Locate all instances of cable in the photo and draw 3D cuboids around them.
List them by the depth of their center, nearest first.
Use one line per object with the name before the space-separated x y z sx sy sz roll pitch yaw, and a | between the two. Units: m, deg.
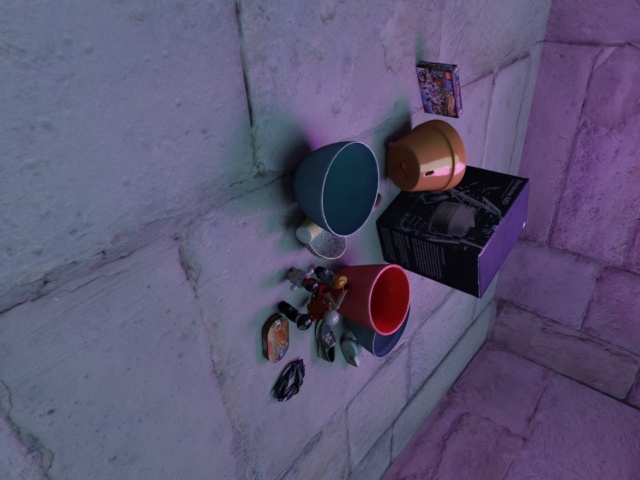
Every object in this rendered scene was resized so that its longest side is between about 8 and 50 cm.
cable | -0.107 0.555 1.833 0.185 0.047 0.150 -61 145 -11

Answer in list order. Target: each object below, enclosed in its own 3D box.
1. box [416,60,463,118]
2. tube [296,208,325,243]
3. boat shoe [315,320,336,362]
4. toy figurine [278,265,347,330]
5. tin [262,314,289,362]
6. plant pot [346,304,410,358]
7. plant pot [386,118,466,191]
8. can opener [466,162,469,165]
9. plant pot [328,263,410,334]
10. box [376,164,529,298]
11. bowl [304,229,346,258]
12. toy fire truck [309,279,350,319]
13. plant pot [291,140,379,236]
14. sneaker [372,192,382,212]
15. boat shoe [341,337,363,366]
box | 0.483 -0.608 1.875 0.044 0.159 0.233 -53 143 -19
tube | 0.000 -0.077 1.564 0.240 0.062 0.070 -48 145 -48
boat shoe | 0.032 0.413 1.916 0.080 0.073 0.224 -33 133 -39
toy figurine | -0.022 0.199 1.633 0.213 0.148 0.210 4 105 -42
tin | -0.160 0.351 1.659 0.106 0.040 0.190 -31 132 -46
plant pot | 0.237 0.342 2.045 0.293 0.196 0.293 -29 129 -42
plant pot | 0.401 -0.319 1.850 0.203 0.291 0.291 -20 125 -27
can opener | 0.727 -0.326 2.416 0.283 0.095 0.076 -32 132 -40
plant pot | 0.179 0.213 1.820 0.274 0.243 0.275 -7 100 -46
box | 0.584 -0.075 2.036 0.480 0.471 0.297 -49 142 -25
bowl | 0.000 0.000 1.612 0.170 0.170 0.080 -30 174 -42
toy fire truck | 0.033 0.223 1.757 0.047 0.135 0.192 -7 114 -51
plant pot | 0.025 -0.174 1.461 0.290 0.195 0.291 -22 120 -45
sneaker | 0.178 -0.141 1.809 0.188 0.066 0.071 -46 139 -29
boat shoe | 0.152 0.499 2.134 0.081 0.079 0.228 -57 150 -30
